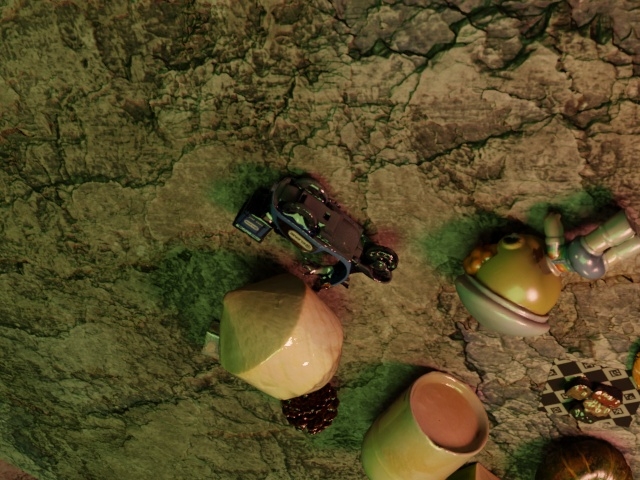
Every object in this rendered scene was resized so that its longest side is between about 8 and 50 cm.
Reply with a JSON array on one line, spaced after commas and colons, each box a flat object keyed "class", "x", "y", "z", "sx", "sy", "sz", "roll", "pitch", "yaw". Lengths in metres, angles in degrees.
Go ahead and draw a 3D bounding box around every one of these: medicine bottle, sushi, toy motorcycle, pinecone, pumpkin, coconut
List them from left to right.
[{"class": "coconut", "x": -0.109, "y": 0.217, "z": 1.720, "sx": 0.329, "sy": 0.328, "sz": 0.328, "roll": 9, "pitch": 132, "yaw": 10}, {"class": "pinecone", "x": -0.027, "y": 0.461, "z": 1.991, "sx": 0.163, "sy": 0.162, "sz": 0.165, "roll": 8, "pitch": 141, "yaw": 11}, {"class": "toy motorcycle", "x": 0.000, "y": 0.000, "z": 1.605, "sx": 0.359, "sy": 0.125, "sz": 0.213, "roll": 36, "pitch": 139, "yaw": -12}, {"class": "medicine bottle", "x": 0.244, "y": 0.552, "z": 1.930, "sx": 0.236, "sy": 0.235, "sz": 0.406, "roll": 27, "pitch": 132, "yaw": -7}, {"class": "pumpkin", "x": 0.693, "y": 0.645, "z": 1.914, "sx": 0.260, "sy": 0.189, "sz": 0.260, "roll": 0, "pitch": 106, "yaw": -1}, {"class": "sushi", "x": 0.674, "y": 0.397, "z": 1.784, "sx": 0.232, "sy": 0.047, "sz": 0.219, "roll": 8, "pitch": 132, "yaw": 10}]

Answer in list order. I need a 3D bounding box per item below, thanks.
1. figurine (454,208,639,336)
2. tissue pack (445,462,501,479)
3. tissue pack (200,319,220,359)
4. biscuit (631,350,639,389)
[{"class": "figurine", "x": 0.449, "y": 0.059, "z": 1.453, "sx": 0.225, "sy": 0.205, "sz": 0.382, "roll": 26, "pitch": 133, "yaw": -23}, {"class": "tissue pack", "x": 0.408, "y": 0.816, "z": 2.135, "sx": 0.167, "sy": 0.200, "sz": 0.275, "roll": 37, "pitch": 130, "yaw": -18}, {"class": "tissue pack", "x": -0.245, "y": 0.288, "z": 1.971, "sx": 0.148, "sy": 0.060, "sz": 0.108, "roll": 21, "pitch": 132, "yaw": -2}, {"class": "biscuit", "x": 0.828, "y": 0.322, "z": 1.618, "sx": 0.254, "sy": 0.035, "sz": 0.254, "roll": 27, "pitch": 144, "yaw": 22}]
